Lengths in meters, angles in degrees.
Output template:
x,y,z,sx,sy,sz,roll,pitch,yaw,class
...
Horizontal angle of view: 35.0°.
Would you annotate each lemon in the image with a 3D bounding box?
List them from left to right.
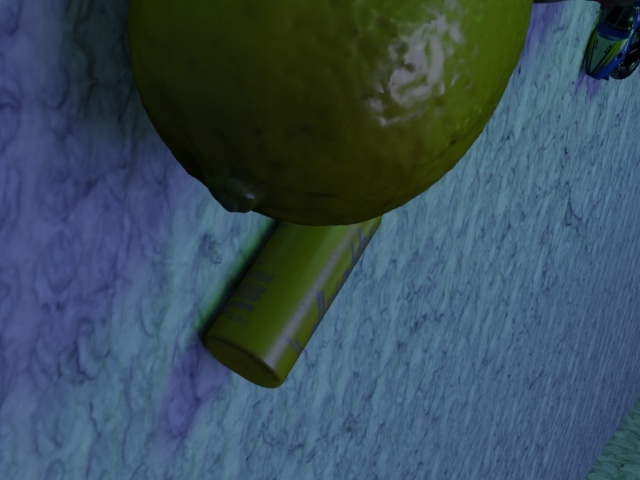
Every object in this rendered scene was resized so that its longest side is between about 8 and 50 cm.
x,y,z,sx,sy,sz,roll,pitch,yaw,class
0.011,-0.149,0.652,0.320,0.245,0.245,-61,153,-26,lemon

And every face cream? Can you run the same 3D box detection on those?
x,y,z,sx,sy,sz,roll,pitch,yaw,class
0.000,0.000,0.910,0.273,0.078,0.078,-57,151,-23,face cream

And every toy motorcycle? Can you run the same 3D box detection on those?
x,y,z,sx,sy,sz,roll,pitch,yaw,class
0.495,-0.388,1.536,0.168,0.113,0.316,3,114,-51,toy motorcycle

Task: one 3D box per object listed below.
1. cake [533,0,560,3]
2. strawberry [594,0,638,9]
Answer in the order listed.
x,y,z,sx,sy,sz,roll,pitch,yaw,class
0.255,-0.376,1.029,0.158,0.172,0.284,-22,125,-58,cake
0.346,-0.449,1.191,0.265,0.149,0.336,-43,133,-34,strawberry
